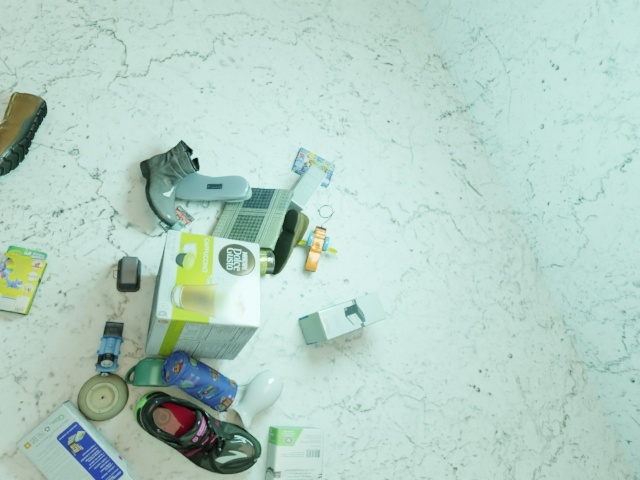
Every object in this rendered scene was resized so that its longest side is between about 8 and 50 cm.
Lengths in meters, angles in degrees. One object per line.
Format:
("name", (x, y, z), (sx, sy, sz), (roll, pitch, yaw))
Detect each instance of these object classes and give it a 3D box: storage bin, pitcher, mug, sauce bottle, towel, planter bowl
("storage bin", (-0.732, 0.120, 1.589), (0.098, 0.091, 0.135), (4, 70, -24))
("pitcher", (-0.264, 0.595, 1.639), (0.178, 0.125, 0.207), (41, 71, 10))
("mug", (-0.611, 0.470, 1.503), (0.158, 0.129, 0.097), (10, 66, -22))
("sauce bottle", (-0.370, 0.090, 1.758), (0.345, 0.111, 0.111), (3, 72, -23))
("towel", (-0.291, -0.092, 1.786), (0.313, 0.056, 0.324), (5, 57, 20))
("planter bowl", (-0.742, 0.535, 1.432), (0.162, 0.109, 0.161), (8, 70, -23))

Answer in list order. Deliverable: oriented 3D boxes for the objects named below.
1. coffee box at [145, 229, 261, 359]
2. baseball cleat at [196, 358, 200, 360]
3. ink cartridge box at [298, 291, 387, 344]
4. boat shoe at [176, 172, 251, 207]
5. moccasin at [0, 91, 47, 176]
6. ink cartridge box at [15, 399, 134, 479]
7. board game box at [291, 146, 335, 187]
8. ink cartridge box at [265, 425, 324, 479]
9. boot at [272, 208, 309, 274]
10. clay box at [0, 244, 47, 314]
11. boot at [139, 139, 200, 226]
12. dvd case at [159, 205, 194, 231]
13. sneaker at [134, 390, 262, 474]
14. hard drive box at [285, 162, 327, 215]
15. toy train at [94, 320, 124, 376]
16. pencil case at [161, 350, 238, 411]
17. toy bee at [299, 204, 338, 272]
("coffee box", (-0.421, 0.210, 1.519), (0.335, 0.338, 0.337), (10, 52, -22))
("baseball cleat", (-0.535, 0.409, 1.603), (0.110, 0.072, 0.205), (-17, 71, -23))
("ink cartridge box", (0.094, 0.339, 1.825), (0.308, 0.223, 0.128), (-13, 78, -28))
("boat shoe", (-0.471, -0.217, 1.808), (0.368, 0.156, 0.135), (0, 75, 5))
("moccasin", (-1.153, -0.397, 1.540), (0.147, 0.139, 0.379), (16, 66, -19))
("ink cartridge box", (-0.773, 0.718, 1.355), (0.176, 0.069, 0.371), (-41, 91, -14))
("board game box", (-0.034, -0.367, 2.116), (0.201, 0.035, 0.136), (26, 64, -15))
("ink cartridge box", (-0.101, 0.867, 1.615), (0.199, 0.115, 0.272), (12, 68, -21))
("boot", (-0.133, 0.017, 1.862), (0.115, 0.112, 0.305), (17, 99, -55))
("clay box", (-1.049, 0.137, 1.455), (0.128, 0.053, 0.221), (16, 65, -19))
("boot", (-0.584, -0.240, 1.683), (0.223, 0.118, 0.338), (-26, 73, 6))
("dvd case", (-0.602, -0.080, 1.763), (0.087, 0.013, 0.119), (43, 59, -6))
("sneaker", (-0.426, 0.690, 1.472), (0.483, 0.202, 0.185), (29, 63, -13))
("hard drive box", (-0.092, -0.222, 1.955), (0.089, 0.181, 0.232), (38, 62, -11))
("toy train", (-0.739, 0.377, 1.470), (0.080, 0.105, 0.184), (10, 45, -22))
("pencil case", (-0.435, 0.514, 1.517), (0.133, 0.119, 0.306), (-37, 129, 5))
("toy bee", (0.000, 0.000, 1.953), (0.195, 0.162, 0.298), (37, 90, -3))
